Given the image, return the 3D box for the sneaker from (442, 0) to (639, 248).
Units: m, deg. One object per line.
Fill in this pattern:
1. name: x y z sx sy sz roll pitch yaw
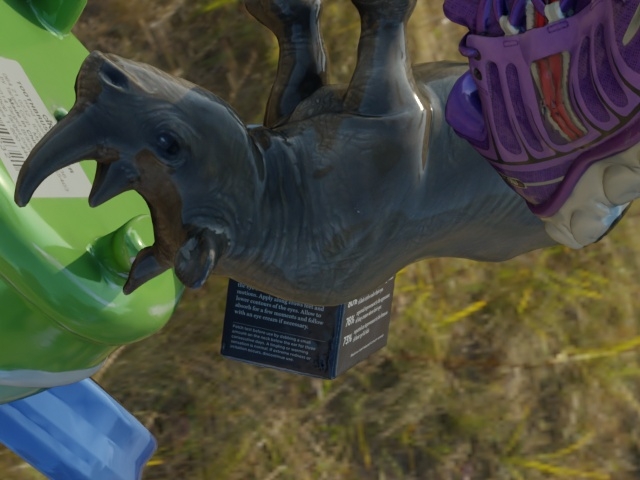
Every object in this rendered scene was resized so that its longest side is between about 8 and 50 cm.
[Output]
1. sneaker: 0.065 -0.049 0.339 0.071 0.170 0.068 35 68 3

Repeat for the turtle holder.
1. turtle holder: -0.201 -0.032 0.804 0.243 0.227 0.320 52 14 -22

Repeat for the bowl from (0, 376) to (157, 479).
1. bowl: -0.291 0.077 1.126 0.391 0.391 0.077 44 76 -26

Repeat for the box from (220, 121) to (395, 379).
1. box: 0.000 0.000 1.236 0.153 0.108 0.207 -18 116 -69

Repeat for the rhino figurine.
1. rhino figurine: 0.012 -0.034 0.480 0.243 0.073 0.106 -12 98 -34
